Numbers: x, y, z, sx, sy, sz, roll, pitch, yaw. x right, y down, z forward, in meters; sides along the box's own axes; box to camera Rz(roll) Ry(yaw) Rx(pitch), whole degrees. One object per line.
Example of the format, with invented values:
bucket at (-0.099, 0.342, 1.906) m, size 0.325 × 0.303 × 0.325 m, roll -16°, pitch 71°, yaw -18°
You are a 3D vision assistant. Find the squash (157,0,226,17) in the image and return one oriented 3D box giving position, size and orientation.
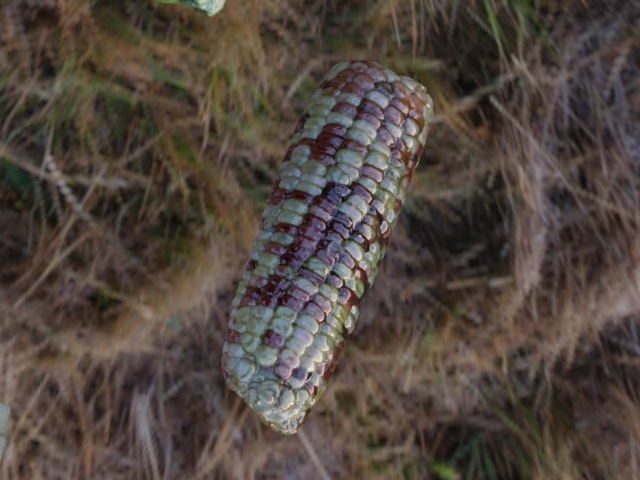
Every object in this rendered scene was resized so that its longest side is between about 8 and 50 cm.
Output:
squash at (-0.191, -0.315, 1.667) m, size 0.101 × 0.379 × 0.101 m, roll -20°, pitch 132°, yaw -24°

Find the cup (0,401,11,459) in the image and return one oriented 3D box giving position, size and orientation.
cup at (-0.194, 0.121, 0.740) m, size 0.120 × 0.120 × 0.141 m, roll 18°, pitch 79°, yaw -6°

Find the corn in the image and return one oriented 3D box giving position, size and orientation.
corn at (0.000, 0.000, 1.113) m, size 0.086 × 0.086 × 0.253 m, roll 24°, pitch 69°, yaw -8°
